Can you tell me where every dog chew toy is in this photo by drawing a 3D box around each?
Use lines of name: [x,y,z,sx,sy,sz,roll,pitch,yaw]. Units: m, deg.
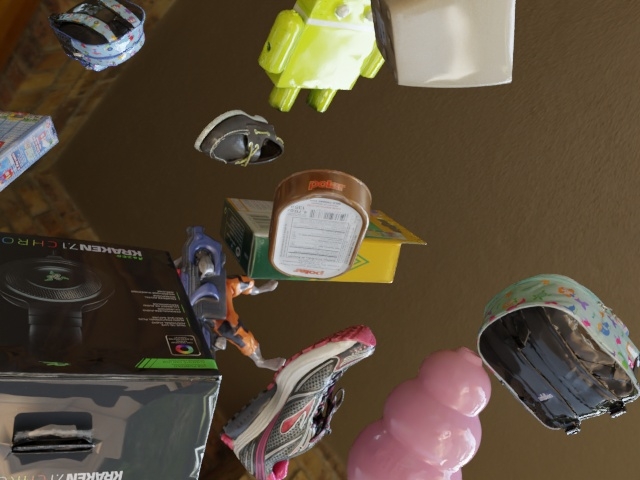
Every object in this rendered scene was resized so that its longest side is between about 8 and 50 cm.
dog chew toy: [0.186,0.340,1.123,0.206,0.206,0.332,30,-84,17]

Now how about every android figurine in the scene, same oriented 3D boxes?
android figurine: [0.020,-0.319,1.012,0.056,0.248,0.273,58,-47,25]

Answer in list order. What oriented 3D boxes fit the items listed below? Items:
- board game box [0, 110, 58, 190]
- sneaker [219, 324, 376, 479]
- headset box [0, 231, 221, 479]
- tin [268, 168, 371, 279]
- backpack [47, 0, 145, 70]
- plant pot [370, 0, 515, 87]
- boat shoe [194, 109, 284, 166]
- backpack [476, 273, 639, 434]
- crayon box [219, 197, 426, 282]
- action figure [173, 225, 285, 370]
board game box: [-0.588,-0.145,1.090,0.194,0.194,0.060,7,-45,6]
sneaker: [-0.017,0.235,0.931,0.112,0.120,0.299,48,-65,17]
headset box: [-0.244,0.109,0.573,0.283,0.246,0.131,47,-54,59]
tin: [-0.005,-0.010,0.714,0.106,0.040,0.190,9,-31,-3]
backpack: [-0.425,-0.412,1.273,0.173,0.158,0.117,31,-28,28]
plant pot: [0.098,-0.193,0.545,0.096,0.109,0.109,-17,-43,-1]
boat shoe: [-0.121,-0.157,1.021,0.069,0.227,0.081,45,-69,5]
backpack: [0.414,0.182,1.132,0.253,0.191,0.225,42,-49,-9]
crayon box: [0.000,0.000,1.154,0.203,0.322,0.083,-136,-127,-60]
action figure: [-0.221,0.168,1.194,0.178,0.330,0.342,-20,-123,41]
